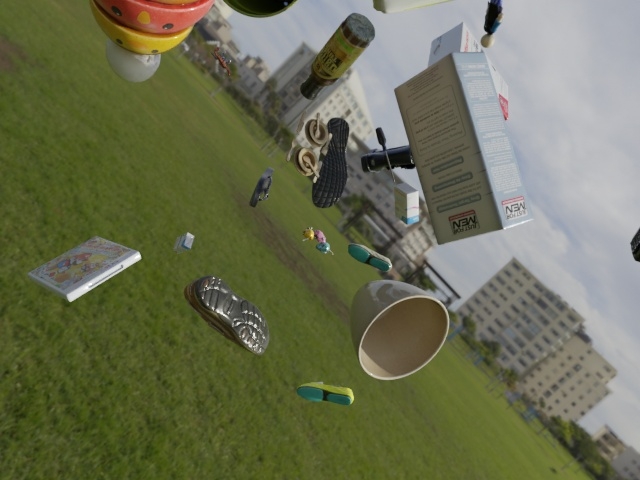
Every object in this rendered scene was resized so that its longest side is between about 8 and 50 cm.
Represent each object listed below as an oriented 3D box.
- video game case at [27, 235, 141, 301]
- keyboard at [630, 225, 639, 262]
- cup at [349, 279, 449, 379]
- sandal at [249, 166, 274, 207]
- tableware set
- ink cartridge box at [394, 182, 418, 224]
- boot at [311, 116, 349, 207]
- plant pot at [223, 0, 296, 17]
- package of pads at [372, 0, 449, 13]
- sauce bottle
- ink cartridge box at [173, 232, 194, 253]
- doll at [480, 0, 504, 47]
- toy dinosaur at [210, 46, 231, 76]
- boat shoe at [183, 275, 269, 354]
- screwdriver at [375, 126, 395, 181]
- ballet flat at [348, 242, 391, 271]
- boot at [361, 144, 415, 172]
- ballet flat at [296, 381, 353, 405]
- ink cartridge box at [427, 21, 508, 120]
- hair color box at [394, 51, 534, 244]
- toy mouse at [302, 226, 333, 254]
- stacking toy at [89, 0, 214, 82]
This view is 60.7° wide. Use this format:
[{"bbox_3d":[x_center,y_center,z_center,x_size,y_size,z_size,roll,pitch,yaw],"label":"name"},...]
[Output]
[{"bbox_3d":[-0.609,0.065,1.406,0.226,0.206,0.026,14,-52,39],"label":"video game case"},{"bbox_3d":[0.987,-0.068,1.564,0.033,0.317,0.202,15,35,4],"label":"keyboard"},{"bbox_3d":[0.227,0.263,1.843,0.331,0.331,0.237,43,5,-37],"label":"cup"},{"bbox_3d":[-0.203,-0.201,2.019,0.054,0.097,0.255,25,33,-4],"label":"sandal"},{"bbox_3d":[-0.021,-0.281,1.626,0.128,0.194,0.039,35,-30,-33],"label":"tableware set"},{"bbox_3d":[0.303,-0.131,1.923,0.088,0.052,0.123,-132,-150,-55],"label":"ink cartridge box"},{"bbox_3d":[0.039,-0.265,2.010,0.118,0.339,0.223,15,-8,-4],"label":"boot"},{"bbox_3d":[-0.170,-0.981,1.941,0.366,0.366,0.353,46,21,-7],"label":"plant pot"},{"bbox_3d":[0.267,-0.711,1.369,0.101,0.296,0.229,-109,-172,-56],"label":"package of pads"},{"bbox_3d":[0.042,-0.578,1.769,0.111,0.111,0.344,46,-38,-3],"label":"sauce bottle"},{"bbox_3d":[-0.451,0.011,1.784,0.028,0.083,0.048,33,53,-34],"label":"ink cartridge box"},{"bbox_3d":[0.460,-0.612,1.452,0.129,0.046,0.189,-92,-176,-66],"label":"doll"},{"bbox_3d":[-0.337,-0.626,1.881,0.090,0.047,0.082,58,9,13],"label":"toy dinosaur"},{"bbox_3d":[-0.280,0.223,1.640,0.324,0.119,0.123,53,46,-29],"label":"boat shoe"},{"bbox_3d":[0.194,-0.251,1.606,0.025,0.024,0.170,-94,165,-68],"label":"screwdriver"},{"bbox_3d":[0.165,0.054,1.854,0.168,0.057,0.052,30,27,-6],"label":"ballet flat"},{"bbox_3d":[0.281,-0.309,2.056,0.246,0.207,0.094,-33,115,-67],"label":"boot"},{"bbox_3d":[0.020,0.606,2.191,0.230,0.077,0.077,9,29,5],"label":"ballet flat"},{"bbox_3d":[0.454,-0.492,1.664,0.273,0.114,0.197,42,42,-26],"label":"ink cartridge box"},{"bbox_3d":[0.307,-0.194,1.194,0.185,0.113,0.375,-19,-95,56],"label":"hair color box"},{"bbox_3d":[0.000,0.000,1.921,0.143,0.031,0.161,37,17,-16],"label":"toy mouse"},{"bbox_3d":[-0.338,-0.490,1.084,0.351,0.350,0.480,47,-35,6],"label":"stacking toy"}]
